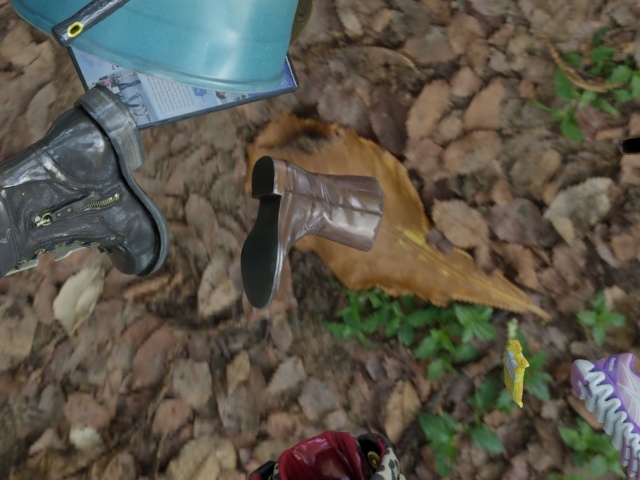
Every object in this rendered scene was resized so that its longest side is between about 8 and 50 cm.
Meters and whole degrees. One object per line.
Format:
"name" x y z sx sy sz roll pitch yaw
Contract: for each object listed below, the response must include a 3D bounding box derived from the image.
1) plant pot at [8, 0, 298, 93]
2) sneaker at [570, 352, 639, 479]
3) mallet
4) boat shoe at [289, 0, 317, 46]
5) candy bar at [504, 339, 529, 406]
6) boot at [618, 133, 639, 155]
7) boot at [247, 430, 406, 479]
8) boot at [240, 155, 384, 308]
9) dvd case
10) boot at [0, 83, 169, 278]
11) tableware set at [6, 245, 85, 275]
"plant pot" -0.123 -0.307 1.208 0.271 0.272 0.255 17 110 -9
"sneaker" 0.457 0.254 1.855 0.104 0.095 0.236 -23 61 -10
"mallet" -0.135 -0.218 1.017 0.189 0.039 0.062 -34 123 -24
"boat shoe" -0.026 -0.374 1.688 0.109 0.098 0.302 2 146 -29
"candy bar" 0.230 0.158 1.540 0.018 0.161 0.040 -21 66 -3
"boot" 0.504 -0.125 1.645 0.280 0.264 0.096 -11 103 -19
"boot" 0.049 0.287 1.034 0.138 0.377 0.284 -18 98 12
"boot" 0.000 0.000 0.897 0.114 0.037 0.106 12 82 -45
"dvd case" -0.169 -0.228 1.519 0.253 0.022 0.180 -13 117 14
"boot" -0.259 -0.005 1.156 0.229 0.091 0.263 -38 148 -22
"tableware set" -0.359 -0.029 1.696 0.194 0.128 0.039 -17 136 23
